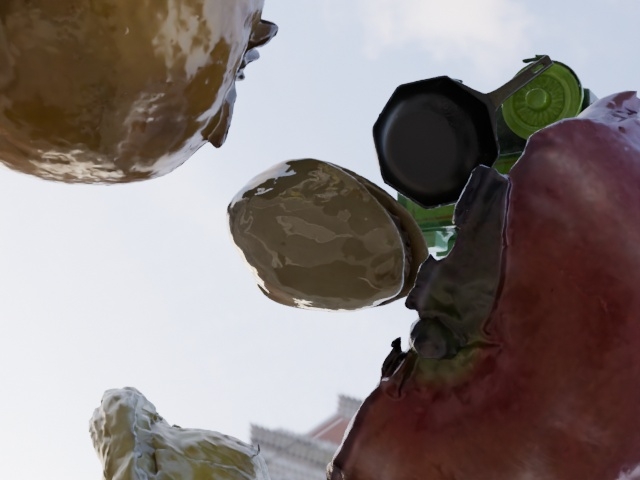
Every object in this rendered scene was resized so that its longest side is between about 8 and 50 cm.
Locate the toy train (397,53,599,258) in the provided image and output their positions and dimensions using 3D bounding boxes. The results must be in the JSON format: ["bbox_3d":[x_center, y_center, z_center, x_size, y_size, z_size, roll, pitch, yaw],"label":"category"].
[{"bbox_3d":[0.205,-0.083,1.365,0.272,0.159,0.188,-5,-102,27],"label":"toy train"}]

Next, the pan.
[{"bbox_3d":[0.146,-0.106,1.269,0.048,0.202,0.128,180,-102,-77],"label":"pan"}]

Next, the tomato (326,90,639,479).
[{"bbox_3d":[0.166,0.081,0.784,0.176,0.290,0.335,34,-71,20],"label":"tomato"}]

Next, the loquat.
[{"bbox_3d":[-0.145,-0.138,0.680,0.238,0.193,0.238,9,-46,9],"label":"loquat"}]

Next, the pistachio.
[{"bbox_3d":[0.000,0.000,1.256,0.223,0.126,0.152,26,-78,28],"label":"pistachio"}]

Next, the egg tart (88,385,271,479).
[{"bbox_3d":[-0.108,0.308,1.125,0.169,0.388,0.388,-12,-82,-2],"label":"egg tart"}]
